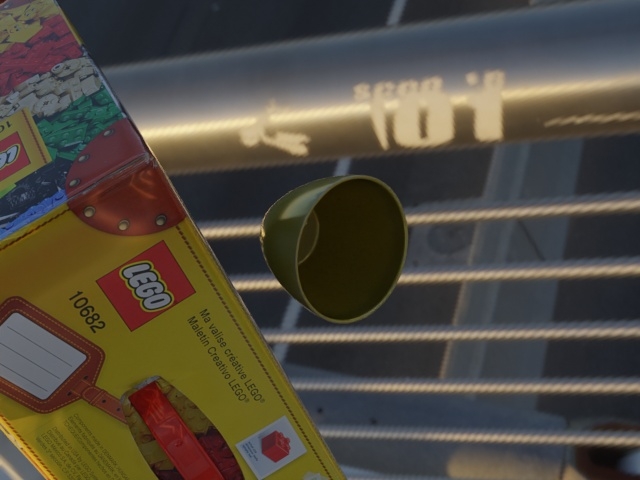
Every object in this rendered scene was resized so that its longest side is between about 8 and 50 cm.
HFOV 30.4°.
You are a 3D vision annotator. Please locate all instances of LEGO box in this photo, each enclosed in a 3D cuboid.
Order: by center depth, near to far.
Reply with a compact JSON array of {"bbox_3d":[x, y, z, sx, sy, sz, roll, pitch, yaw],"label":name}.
[{"bbox_3d":[-0.168,0.074,1.029,0.193,0.500,0.372,-31,39,-5],"label":"LEGO box"}]

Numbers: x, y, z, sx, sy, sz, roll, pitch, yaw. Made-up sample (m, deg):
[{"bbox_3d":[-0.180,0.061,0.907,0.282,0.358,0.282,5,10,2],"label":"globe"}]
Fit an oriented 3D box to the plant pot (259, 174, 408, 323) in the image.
[{"bbox_3d":[0.000,0.000,1.079,0.095,0.134,0.134,16,59,48],"label":"plant pot"}]
